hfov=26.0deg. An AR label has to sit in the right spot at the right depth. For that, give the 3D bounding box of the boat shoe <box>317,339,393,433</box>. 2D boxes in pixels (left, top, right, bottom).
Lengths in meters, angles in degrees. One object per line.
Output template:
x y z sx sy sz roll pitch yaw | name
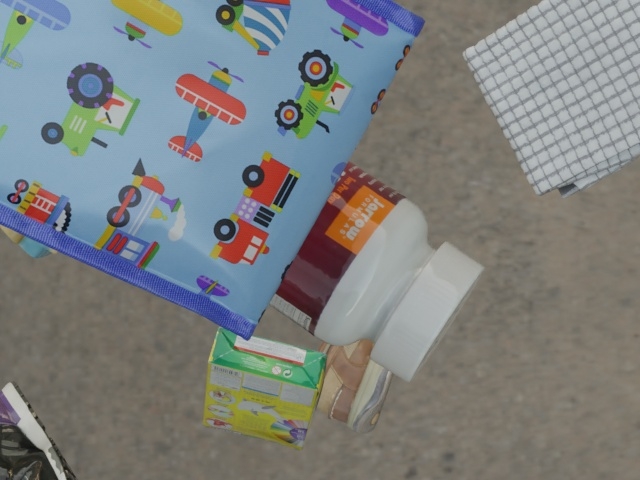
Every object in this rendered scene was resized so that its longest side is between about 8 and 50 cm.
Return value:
0.053 0.090 1.723 0.116 0.324 0.123 17 132 4 | boat shoe

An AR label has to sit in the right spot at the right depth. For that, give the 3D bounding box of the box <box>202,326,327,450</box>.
-0.055 0.146 1.306 0.105 0.179 0.043 15 59 0 | box

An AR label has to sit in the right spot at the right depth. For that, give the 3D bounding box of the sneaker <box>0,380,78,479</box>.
-0.369 0.291 1.679 0.283 0.124 0.107 38 155 53 | sneaker

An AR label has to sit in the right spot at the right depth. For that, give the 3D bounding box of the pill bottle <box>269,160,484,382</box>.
0.000 0.000 1.004 0.221 0.121 0.121 33 108 9 | pill bottle

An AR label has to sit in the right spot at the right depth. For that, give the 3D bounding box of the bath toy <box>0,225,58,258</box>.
-0.201 -0.141 1.411 0.348 0.151 0.129 -44 92 0 | bath toy

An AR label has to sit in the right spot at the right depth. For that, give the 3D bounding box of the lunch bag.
-0.124 -0.107 0.798 0.138 0.293 0.221 32 93 55 | lunch bag

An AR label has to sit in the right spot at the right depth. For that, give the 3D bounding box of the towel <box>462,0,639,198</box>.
0.358 -0.210 1.775 0.284 0.121 0.235 -31 84 32 | towel
